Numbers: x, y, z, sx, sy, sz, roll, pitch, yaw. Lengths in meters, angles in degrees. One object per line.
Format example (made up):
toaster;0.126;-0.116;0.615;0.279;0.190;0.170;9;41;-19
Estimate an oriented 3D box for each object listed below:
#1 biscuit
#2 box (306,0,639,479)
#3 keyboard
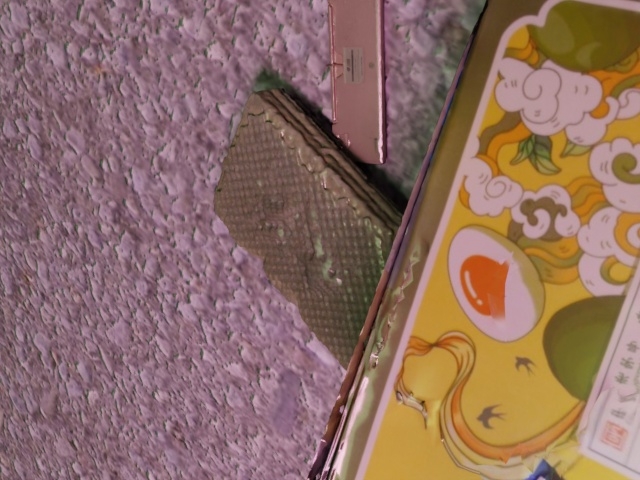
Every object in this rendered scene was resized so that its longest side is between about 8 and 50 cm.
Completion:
biscuit;0.000;0.000;0.772;0.252;0.052;0.150;49;135;22
box;0.221;0.067;0.500;0.373;0.138;0.420;23;99;31
keyboard;0.031;-0.148;0.741;0.055;0.017;0.165;9;111;32
